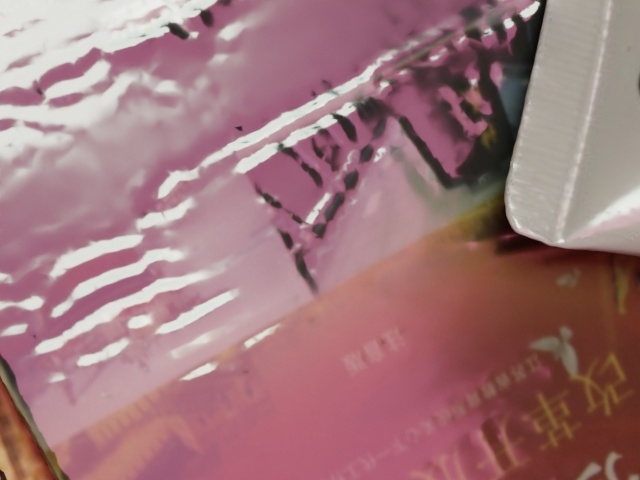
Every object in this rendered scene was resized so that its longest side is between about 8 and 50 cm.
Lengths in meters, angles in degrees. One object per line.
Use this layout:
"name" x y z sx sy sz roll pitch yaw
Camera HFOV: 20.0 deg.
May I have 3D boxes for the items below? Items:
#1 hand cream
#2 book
"hand cream" 0.226 -0.029 0.709 0.314 0.089 0.139 14 72 -8
"book" 0.000 0.000 0.688 0.262 0.028 0.374 -29 97 -12
